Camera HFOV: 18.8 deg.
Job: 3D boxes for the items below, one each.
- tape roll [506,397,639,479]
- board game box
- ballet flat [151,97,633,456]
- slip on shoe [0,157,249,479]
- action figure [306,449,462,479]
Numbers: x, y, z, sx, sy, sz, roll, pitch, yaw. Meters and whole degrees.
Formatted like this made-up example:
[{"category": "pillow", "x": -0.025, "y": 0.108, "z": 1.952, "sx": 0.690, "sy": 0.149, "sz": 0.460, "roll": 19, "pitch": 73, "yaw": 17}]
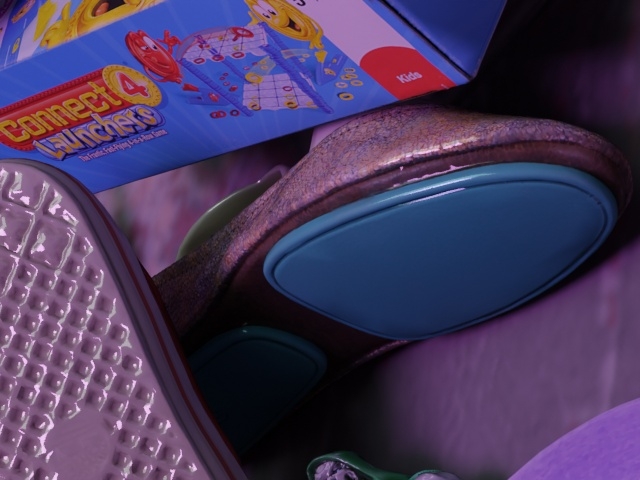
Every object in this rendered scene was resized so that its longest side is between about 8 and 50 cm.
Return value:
[{"category": "tape roll", "x": 0.121, "y": 0.140, "z": 0.549, "sx": 0.189, "sy": 0.080, "sz": 0.189, "roll": -18, "pitch": 51, "yaw": 24}, {"category": "board game box", "x": -0.013, "y": -0.182, "z": 0.857, "sx": 0.302, "sy": 0.086, "sz": 0.308, "roll": -14, "pitch": 45, "yaw": 50}, {"category": "ballet flat", "x": 0.000, "y": 0.000, "z": 0.814, "sx": 0.316, "sy": 0.107, "sz": 0.106, "roll": -32, "pitch": 43, "yaw": 39}, {"category": "slip on shoe", "x": -0.071, "y": 0.125, "z": 0.773, "sx": 0.123, "sy": 0.101, "sz": 0.331, "roll": -23, "pitch": 84, "yaw": 5}, {"category": "action figure", "x": 0.053, "y": 0.154, "z": 0.696, "sx": 0.137, "sy": 0.063, "sz": 0.232, "roll": -49, "pitch": 42, "yaw": 10}]
